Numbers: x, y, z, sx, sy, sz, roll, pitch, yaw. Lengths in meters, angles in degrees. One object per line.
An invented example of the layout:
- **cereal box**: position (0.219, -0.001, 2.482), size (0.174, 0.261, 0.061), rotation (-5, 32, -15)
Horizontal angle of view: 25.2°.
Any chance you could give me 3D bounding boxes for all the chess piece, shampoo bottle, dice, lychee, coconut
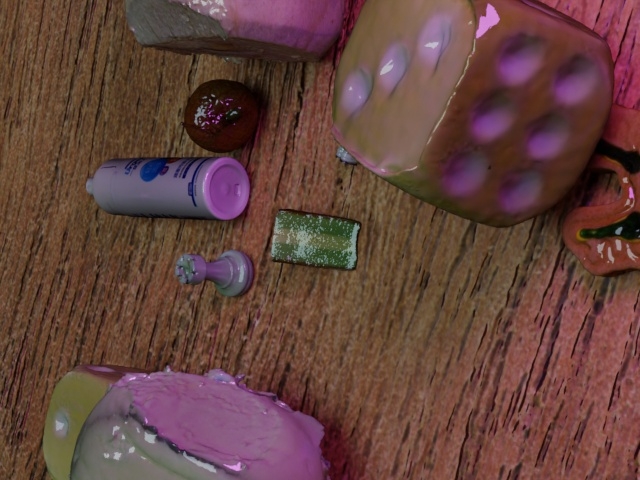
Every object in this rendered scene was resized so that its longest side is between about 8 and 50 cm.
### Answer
- **chess piece**: position (-0.150, 0.043, 1.985), size (0.067, 0.103, 0.067), rotation (-6, 81, 42)
- **shampoo bottle**: position (-0.238, -0.078, 2.091), size (0.303, 0.092, 0.092), rotation (4, 88, 44)
- **dice**: position (-0.279, 0.273, 2.036), size (0.169, 0.166, 0.169), rotation (13, 95, 43)
- **lychee**: position (-0.141, -0.167, 1.993), size (0.140, 0.114, 0.101), rotation (-106, 10, -50)
- **coconut**: position (-0.107, -0.368, 1.872), size (0.297, 0.297, 0.254), rotation (1, 88, 43)
- **dice**: position (0.167, -0.165, 1.595), size (0.238, 0.227, 0.233), rotation (-64, 32, 16)

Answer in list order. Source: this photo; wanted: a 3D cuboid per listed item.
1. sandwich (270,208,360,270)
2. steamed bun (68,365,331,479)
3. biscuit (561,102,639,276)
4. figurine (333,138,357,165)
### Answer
- **sandwich**: position (0.000, 0.000, 1.917), size (0.116, 0.074, 0.074), rotation (8, 90, 11)
- **steamed bun**: position (-0.147, 0.328, 1.853), size (0.334, 0.233, 0.312), rotation (33, 122, 17)
- **biscuit**: position (0.399, -0.052, 1.523), size (0.334, 0.047, 0.202), rotation (6, 89, 43)
- **figurine**: position (0.046, -0.153, 1.868), size (0.060, 0.047, 0.106), rotation (-104, 29, -68)
